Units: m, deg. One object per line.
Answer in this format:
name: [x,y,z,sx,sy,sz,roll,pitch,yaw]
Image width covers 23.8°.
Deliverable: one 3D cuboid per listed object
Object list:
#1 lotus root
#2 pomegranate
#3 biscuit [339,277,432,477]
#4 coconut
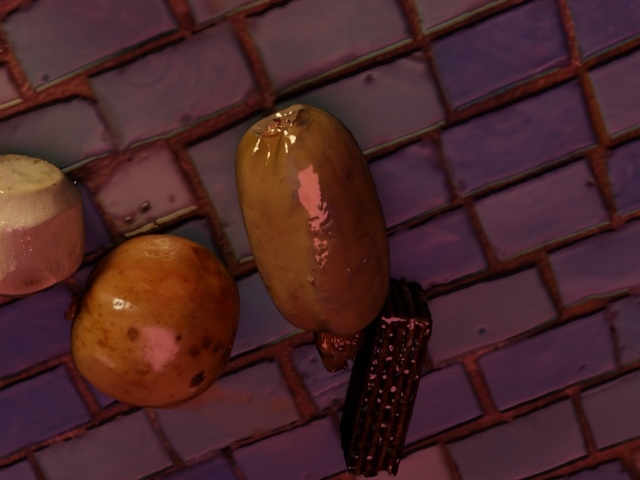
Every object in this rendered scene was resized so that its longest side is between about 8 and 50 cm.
lotus root: [0.000,0.000,1.812,0.169,0.151,0.342,4,121,37]
pomegranate: [-0.203,0.094,1.815,0.215,0.215,0.215,-2,115,-5]
biscuit: [0.080,0.179,1.932,0.070,0.106,0.252,8,113,-8]
coconut: [-0.356,-0.010,1.777,0.161,0.161,0.162,5,116,-8]
